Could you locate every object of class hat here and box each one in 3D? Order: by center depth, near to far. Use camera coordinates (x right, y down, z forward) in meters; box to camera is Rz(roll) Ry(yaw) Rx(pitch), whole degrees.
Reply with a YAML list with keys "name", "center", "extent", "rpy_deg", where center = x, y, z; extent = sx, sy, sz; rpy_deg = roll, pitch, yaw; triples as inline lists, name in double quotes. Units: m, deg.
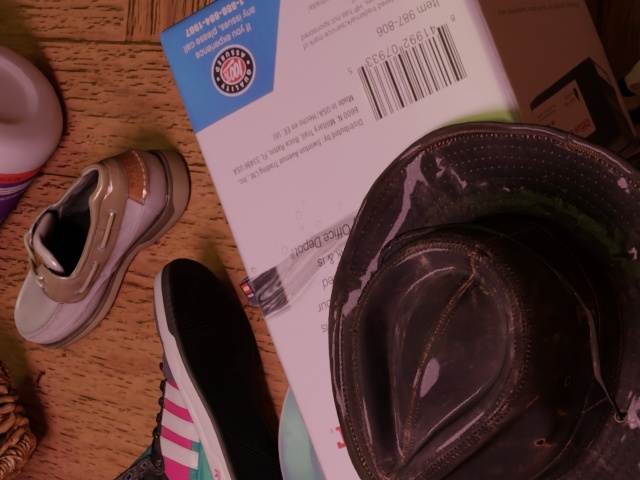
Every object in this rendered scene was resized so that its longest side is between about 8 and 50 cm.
- name: "hat"
  center: [0.101, 0.088, 1.337]
  extent: [0.331, 0.134, 0.331]
  rpy_deg: [7, 103, 33]

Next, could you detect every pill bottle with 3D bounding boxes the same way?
- name: "pill bottle"
  center: [-0.431, -0.067, 2.229]
  extent: [0.323, 0.181, 0.181]
  rpy_deg: [-49, 53, 37]

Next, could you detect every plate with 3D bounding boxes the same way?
- name: "plate"
  center: [0.028, 0.181, 1.778]
  extent: [0.188, 0.024, 0.188]
  rpy_deg: [-5, 83, 50]

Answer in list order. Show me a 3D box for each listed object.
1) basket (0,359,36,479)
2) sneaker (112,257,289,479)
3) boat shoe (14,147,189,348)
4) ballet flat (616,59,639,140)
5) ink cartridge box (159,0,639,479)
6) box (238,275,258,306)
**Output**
- name: "basket"
  center: [-0.426, 0.294, 2.181]
  extent: [0.299, 0.213, 0.223]
  rpy_deg: [-49, 56, 36]
- name: "sneaker"
  center: [-0.134, 0.181, 1.908]
  extent: [0.178, 0.123, 0.296]
  rpy_deg: [-34, 63, 34]
- name: "boat shoe"
  center: [-0.255, 0.006, 2.071]
  extent: [0.302, 0.103, 0.113]
  rpy_deg: [-50, 52, 37]
- name: "ballet flat"
  center: [0.238, -0.112, 1.513]
  extent: [0.168, 0.052, 0.057]
  rpy_deg: [-44, 55, 40]
- name: "ink cartridge box"
  center: [0.086, -0.035, 1.509]
  extent: [0.285, 0.166, 0.395]
  rpy_deg: [-24, 84, 38]
- name: "box"
  center: [0.000, 0.000, 1.740]
  extent: [0.094, 0.137, 0.027]
  rpy_deg: [-28, 99, 45]
